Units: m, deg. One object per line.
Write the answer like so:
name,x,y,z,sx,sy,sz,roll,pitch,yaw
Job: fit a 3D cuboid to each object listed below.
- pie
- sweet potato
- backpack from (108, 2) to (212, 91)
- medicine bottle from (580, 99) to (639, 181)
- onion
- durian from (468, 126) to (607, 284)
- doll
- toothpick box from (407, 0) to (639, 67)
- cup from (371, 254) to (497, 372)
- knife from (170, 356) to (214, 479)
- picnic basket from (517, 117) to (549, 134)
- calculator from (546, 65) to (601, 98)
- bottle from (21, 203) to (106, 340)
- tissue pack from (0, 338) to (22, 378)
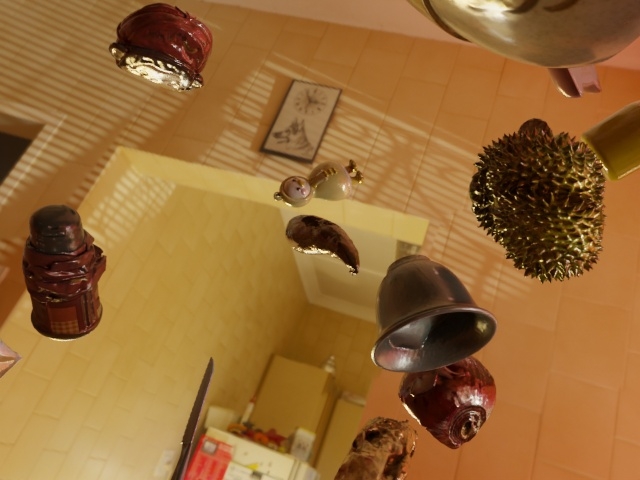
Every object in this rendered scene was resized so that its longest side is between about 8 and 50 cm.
pie,0.029,0.386,0.660,0.083,0.339,0.339,24,-23,14
sweet potato,0.002,-0.005,1.548,0.130,0.130,0.423,37,-8,-31
backpack,-0.346,-0.442,1.170,0.229,0.138,0.229,-1,-18,0
medicine bottle,0.637,-0.217,1.009,0.212,0.121,0.122,-33,-51,22
onion,0.319,0.370,1.319,0.206,0.207,0.216,40,5,-27
durian,0.400,-0.069,0.928,0.225,0.291,0.291,-25,-35,3
doll,-0.007,-0.176,1.633,0.296,0.141,0.117,-17,-23,-25
toothpick box,0.240,-0.445,0.588,0.425,0.409,0.409,34,-24,2
cup,0.163,0.104,0.843,0.199,0.150,0.199,-8,-38,-6
knife,-0.242,0.363,0.951,0.019,0.313,0.044,32,-34,-29
picnic basket,0.456,-0.209,1.095,0.072,0.072,0.083,-1,-35,41
calculator,0.444,-0.425,0.984,0.048,0.220,0.329,-17,-86,44
bottle,-0.483,0.054,0.986,0.143,0.156,0.271,1,-52,-18
tissue pack,-0.406,0.122,0.411,0.159,0.229,0.145,11,-43,33
